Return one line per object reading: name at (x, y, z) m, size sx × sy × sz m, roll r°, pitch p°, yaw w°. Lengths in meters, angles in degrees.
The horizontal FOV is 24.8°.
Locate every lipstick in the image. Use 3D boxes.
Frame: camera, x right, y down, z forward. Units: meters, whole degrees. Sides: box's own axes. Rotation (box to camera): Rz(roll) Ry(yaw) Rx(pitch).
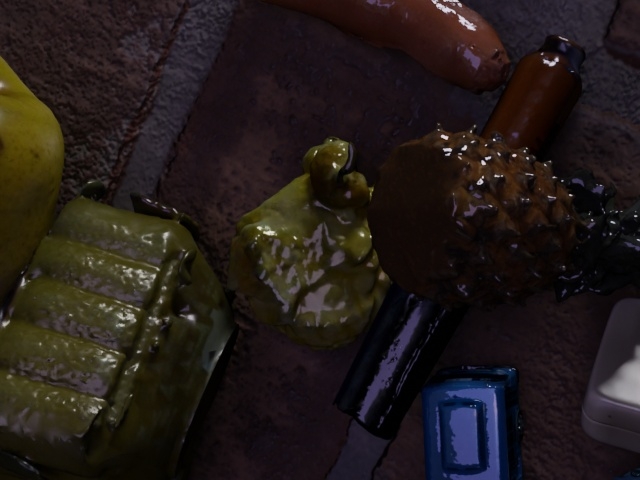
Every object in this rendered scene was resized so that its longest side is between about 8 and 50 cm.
lipstick at (0.136, -0.007, 1.386) m, size 0.077 × 0.077 × 0.418 m, roll 28°, pitch 85°, yaw 15°

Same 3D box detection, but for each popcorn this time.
popcorn at (0.006, 0.007, 1.420) m, size 0.168 × 0.173 × 0.195 m, roll 40°, pitch 96°, yaw 26°

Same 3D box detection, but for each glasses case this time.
glasses case at (0.401, 0.151, 1.313) m, size 0.313 × 0.070 × 0.131 m, roll 15°, pitch 52°, yaw 16°

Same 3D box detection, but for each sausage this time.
sausage at (0.046, -0.235, 1.445) m, size 0.326 × 0.079 × 0.087 m, roll 25°, pitch 58°, yaw 17°

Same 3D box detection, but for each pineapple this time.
pineapple at (0.214, -0.003, 1.289) m, size 0.165 × 0.364 × 0.165 m, roll -12°, pitch 75°, yaw 51°

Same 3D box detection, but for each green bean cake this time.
green bean cake at (-0.190, 0.139, 1.448) m, size 0.202 × 0.285 × 0.310 m, roll 16°, pitch 63°, yaw 16°

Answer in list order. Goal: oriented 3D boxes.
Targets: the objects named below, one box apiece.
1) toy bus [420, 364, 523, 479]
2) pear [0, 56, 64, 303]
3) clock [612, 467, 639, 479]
toy bus at (0.148, 0.215, 1.401) m, size 0.090 × 0.106 × 0.185 m, roll -4°, pitch 89°, yaw 19°
pear at (-0.447, -0.026, 1.448) m, size 0.418 × 0.362 × 0.362 m, roll -45°, pitch 78°, yaw 21°
clock at (0.317, 0.246, 1.339) m, size 0.108 × 0.147 × 0.045 m, roll 0°, pitch 46°, yaw 16°
